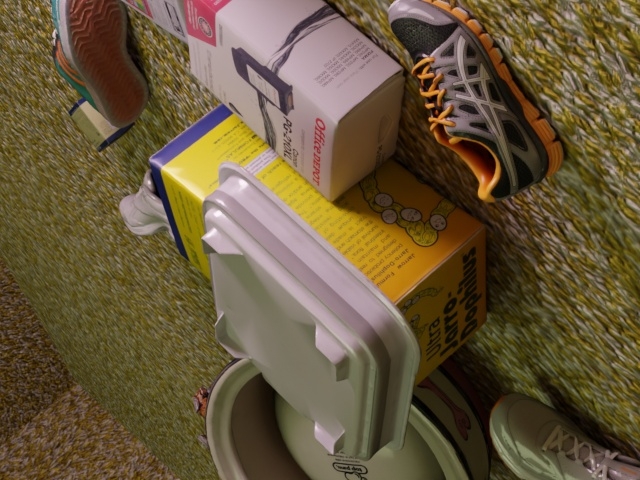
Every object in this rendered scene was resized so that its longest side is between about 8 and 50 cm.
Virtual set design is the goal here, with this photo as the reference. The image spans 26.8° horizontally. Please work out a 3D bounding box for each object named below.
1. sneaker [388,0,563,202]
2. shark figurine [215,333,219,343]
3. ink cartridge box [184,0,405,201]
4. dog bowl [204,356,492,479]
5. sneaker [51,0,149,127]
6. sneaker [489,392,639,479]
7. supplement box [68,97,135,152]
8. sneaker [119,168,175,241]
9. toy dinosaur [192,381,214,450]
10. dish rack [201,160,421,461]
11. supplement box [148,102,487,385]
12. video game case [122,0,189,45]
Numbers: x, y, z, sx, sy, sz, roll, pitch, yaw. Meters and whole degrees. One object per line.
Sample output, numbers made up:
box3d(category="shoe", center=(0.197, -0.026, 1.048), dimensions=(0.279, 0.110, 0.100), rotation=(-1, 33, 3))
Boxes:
box3d(category="sneaker", center=(0.129, -0.129, 1.217), dimensions=(0.215, 0.083, 0.084), rotation=(51, 162, 1))
box3d(category="shark figurine", center=(-0.106, 0.149, 2.183), dimensions=(0.278, 0.116, 0.166), rotation=(53, 161, -5))
box3d(category="ink cartridge box", center=(-0.031, -0.180, 1.435), dimensions=(0.237, 0.100, 0.172), rotation=(43, 160, 18))
box3d(category="dog bowl", center=(0.052, 0.274, 1.817), dimensions=(0.408, 0.150, 0.408), rotation=(16, 127, 23))
box3d(category="sneaker", center=(-0.336, -0.281, 1.891), dimensions=(0.121, 0.108, 0.302), rotation=(35, 158, 24))
box3d(category="sneaker", center=(0.314, 0.260, 1.535), dimensions=(0.262, 0.099, 0.121), rotation=(40, 152, 3))
box3d(category="supplement box", center=(-0.352, -0.196, 2.154), dimensions=(0.083, 0.056, 0.083), rotation=(52, 160, -7))
box3d(category="sneaker", center=(-0.259, -0.070, 2.169), dimensions=(0.232, 0.090, 0.115), rotation=(7, 128, 50))
box3d(category="toy dinosaur", center=(-0.082, 0.300, 2.243), dimensions=(0.322, 0.218, 0.164), rotation=(37, 156, 32))
box3d(category="dish rack", center=(-0.026, 0.095, 1.398), dimensions=(0.285, 0.072, 0.333), rotation=(42, 159, 21))
box3d(category="supplement box", center=(0.000, 0.000, 1.556), dimensions=(0.356, 0.195, 0.194), rotation=(39, 157, 29))
box3d(category="video game case", center=(-0.231, -0.353, 1.667), dimensions=(0.183, 0.023, 0.201), rotation=(36, 157, 33))
